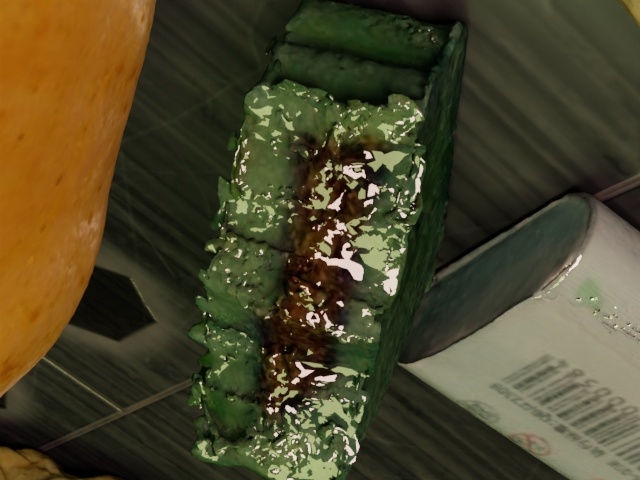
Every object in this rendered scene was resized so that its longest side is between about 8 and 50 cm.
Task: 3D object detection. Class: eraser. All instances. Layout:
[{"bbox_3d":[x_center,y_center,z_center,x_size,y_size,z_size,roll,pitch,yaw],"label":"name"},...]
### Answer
[{"bbox_3d":[0.181,0.083,0.790,0.227,0.081,0.174,36,136,-18],"label":"eraser"}]

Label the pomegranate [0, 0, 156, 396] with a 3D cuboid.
[{"bbox_3d":[-0.246,-0.085,0.567,0.410,0.410,0.410,12,141,10],"label":"pomegranate"}]

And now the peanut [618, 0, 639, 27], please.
[{"bbox_3d":[0.149,-0.155,0.450,0.169,0.192,0.387,-45,109,2],"label":"peanut"}]

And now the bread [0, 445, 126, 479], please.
[{"bbox_3d":[-0.259,0.247,1.139,0.267,0.130,0.152,18,137,0],"label":"bread"}]

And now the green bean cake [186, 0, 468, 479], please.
[{"bbox_3d":[0.000,0.000,0.682,0.107,0.193,0.208,19,141,10],"label":"green bean cake"}]
